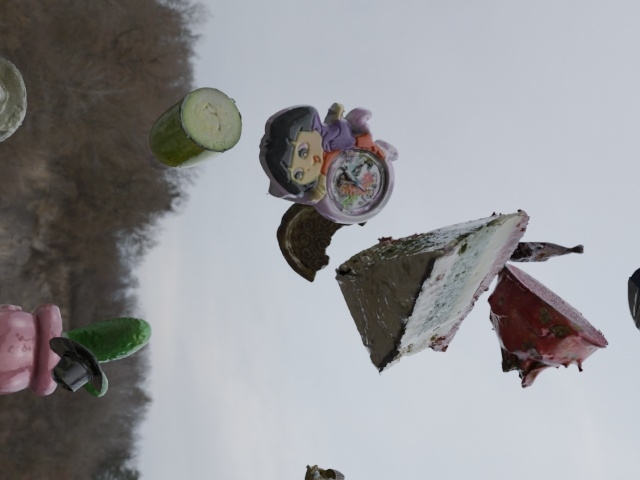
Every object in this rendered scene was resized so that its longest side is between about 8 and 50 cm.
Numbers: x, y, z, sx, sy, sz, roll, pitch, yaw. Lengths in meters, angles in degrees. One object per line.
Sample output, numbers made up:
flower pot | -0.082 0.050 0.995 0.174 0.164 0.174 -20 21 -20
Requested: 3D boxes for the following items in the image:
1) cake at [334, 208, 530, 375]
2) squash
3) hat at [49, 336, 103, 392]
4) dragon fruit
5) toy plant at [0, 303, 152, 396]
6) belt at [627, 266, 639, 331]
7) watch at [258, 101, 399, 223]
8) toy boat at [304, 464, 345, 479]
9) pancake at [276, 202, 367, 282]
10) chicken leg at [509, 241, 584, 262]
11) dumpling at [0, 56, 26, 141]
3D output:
cake | 0.088 0.052 0.489 0.116 0.086 0.220 68 -21 -3
squash | -0.237 -0.184 1.080 0.187 0.123 0.122 -19 -118 46
hat | -0.398 0.207 0.972 0.050 0.121 0.121 -50 176 -40
dragon fruit | 0.244 0.108 0.725 0.110 0.153 0.153 -53 -153 11
toy plant | -0.599 0.246 1.389 0.317 0.357 0.210 -28 -122 57
belt | 0.618 0.155 0.895 0.347 0.117 0.212 -120 -168 -49
watch | -0.004 -0.144 1.056 0.231 0.244 0.195 -140 -126 -66
toy boat | 0.006 0.539 1.389 0.049 0.149 0.047 -51 -133 -3
pancake | 0.000 0.000 1.204 0.020 0.184 0.190 -61 154 -63
chicken leg | 0.503 0.027 1.408 0.089 0.219 0.048 -168 -100 -68
dumpling | -0.492 -0.199 0.817 0.092 0.177 0.150 85 20 -52
